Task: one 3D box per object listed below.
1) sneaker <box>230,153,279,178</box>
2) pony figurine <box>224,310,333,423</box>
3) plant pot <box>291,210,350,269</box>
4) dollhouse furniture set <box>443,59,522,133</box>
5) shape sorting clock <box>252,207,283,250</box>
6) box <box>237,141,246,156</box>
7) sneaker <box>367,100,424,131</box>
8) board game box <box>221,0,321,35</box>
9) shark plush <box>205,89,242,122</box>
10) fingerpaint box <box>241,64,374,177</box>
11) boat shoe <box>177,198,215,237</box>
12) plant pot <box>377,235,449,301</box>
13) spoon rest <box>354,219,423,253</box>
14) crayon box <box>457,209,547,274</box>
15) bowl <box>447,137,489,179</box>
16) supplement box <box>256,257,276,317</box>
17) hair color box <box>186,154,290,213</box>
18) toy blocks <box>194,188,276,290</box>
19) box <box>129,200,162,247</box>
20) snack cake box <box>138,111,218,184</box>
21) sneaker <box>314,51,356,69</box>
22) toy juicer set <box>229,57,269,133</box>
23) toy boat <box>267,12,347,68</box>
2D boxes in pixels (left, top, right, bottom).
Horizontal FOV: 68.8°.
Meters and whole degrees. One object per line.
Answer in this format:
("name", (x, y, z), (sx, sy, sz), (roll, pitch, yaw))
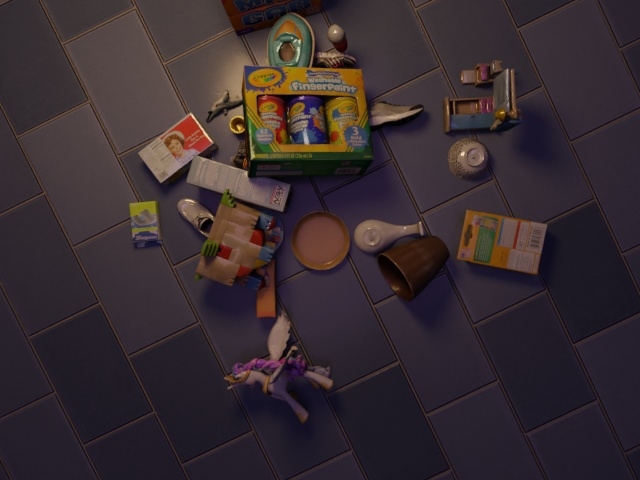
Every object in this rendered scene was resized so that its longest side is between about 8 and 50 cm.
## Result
("sneaker", (-0.253, -0.301, 1.850), (0.214, 0.083, 0.084), (12, 94, 1))
("pony figurine", (-0.142, 0.502, 1.801), (0.363, 0.303, 0.351), (30, 105, -17))
("plant pot", (0.000, 0.000, 1.884), (0.236, 0.032, 0.236), (0, 92, 1))
("dollhouse furniture set", (0.592, -0.545, 1.727), (0.198, 0.303, 0.287), (-3, 92, 0))
("shape sorting clock", (-0.250, -0.032, 1.864), (0.206, 0.040, 0.206), (1, 79, -4))
("box", (-0.290, -0.362, 1.851), (0.067, 0.083, 0.018), (1, 133, 0))
("sneaker", (0.272, -0.504, 1.834), (0.271, 0.100, 0.108), (-11, 87, 1))
("board game box", (-0.212, -1.028, 1.688), (0.356, 0.356, 0.356), (-16, 91, 1))
("shark plush", (-0.391, -0.526, 1.859), (0.161, 0.073, 0.067), (-45, 121, -3))
("fingerpaint box", (-0.053, -0.434, 1.711), (0.444, 0.163, 0.371), (-2, 75, -13))
("boat shoe", (-0.463, -0.080, 1.857), (0.258, 0.084, 0.095), (35, 92, -1))
("plant pot", (0.377, 0.084, 1.813), (0.230, 0.215, 0.215), (-32, 92, -13))
("spoon rest", (0.271, -0.025, 1.868), (0.276, 0.084, 0.137), (-8, 91, 14))
("crayon box", (0.707, 0.004, 1.854), (0.322, 0.083, 0.203), (11, 92, -1))
("bowl", (0.598, -0.326, 1.845), (0.170, 0.080, 0.170), (0, 93, 0))
("supplement box", (-0.216, 0.187, 1.869), (0.078, 0.080, 0.234), (0, 94, 0))
("hair color box", (-0.301, -0.210, 1.801), (0.374, 0.185, 0.114), (18, 91, 0))
("toy blocks", (-0.287, 0.028, 1.736), (0.260, 0.191, 0.381), (21, 106, -6))
("box", (-0.703, -0.065, 1.881), (0.109, 0.042, 0.178), (-5, 91, 1))
("snack cake box", (-0.560, -0.358, 1.846), (0.264, 0.089, 0.152), (-37, 90, 1))
("sneaker", (0.055, -0.695, 1.845), (0.170, 0.063, 0.075), (6, 92, 5))
("toy juicer set", (-0.199, -0.535, 1.838), (0.209, 0.089, 0.329), (28, 91, 0))
("toy boat", (-0.055, -0.742, 1.759), (0.318, 0.148, 0.268), (-4, 89, 13))
